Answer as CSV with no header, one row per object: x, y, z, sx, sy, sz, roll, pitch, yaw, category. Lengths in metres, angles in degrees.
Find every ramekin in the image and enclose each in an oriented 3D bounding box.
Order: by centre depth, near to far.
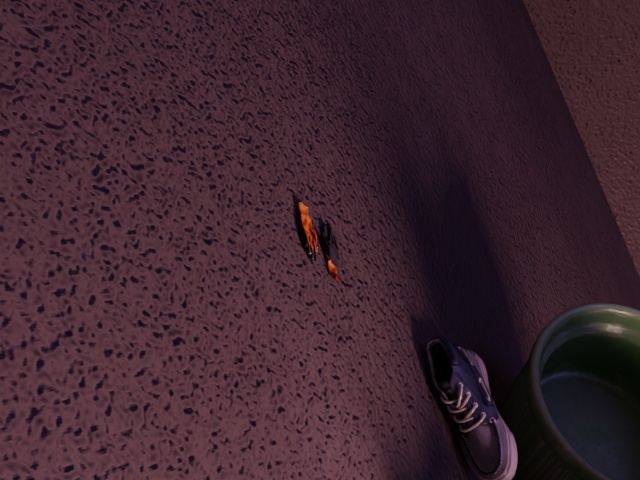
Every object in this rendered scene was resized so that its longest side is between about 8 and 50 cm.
0.395,0.249,1.720,0.303,0.148,0.303,11,50,-13,ramekin

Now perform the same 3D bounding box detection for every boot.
0.178,0.210,1.558,0.086,0.069,0.190,31,32,-45,boot

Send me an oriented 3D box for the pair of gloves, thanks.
0.000,0.000,1.421,0.083,0.010,0.074,40,33,-49,pair of gloves
